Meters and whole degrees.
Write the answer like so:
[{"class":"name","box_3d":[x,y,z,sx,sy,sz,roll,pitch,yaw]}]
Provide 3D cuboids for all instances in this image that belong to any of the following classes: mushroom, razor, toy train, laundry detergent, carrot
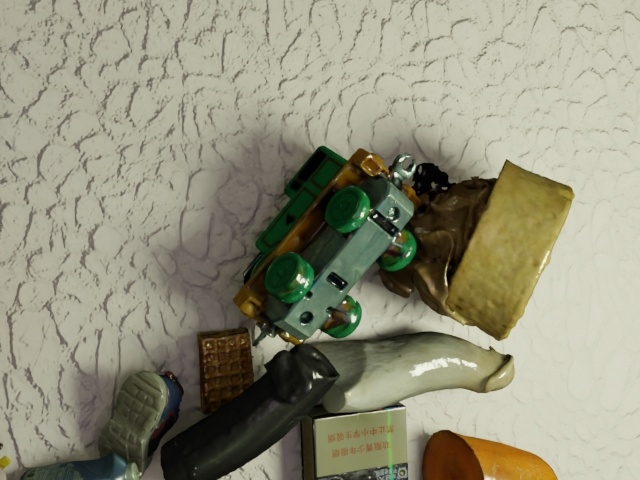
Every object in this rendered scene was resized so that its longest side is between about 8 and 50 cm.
[{"class":"mushroom","box_3d":[0.183,0.249,1.718,0.397,0.177,0.126,-6,112,-24]},{"class":"razor","box_3d":[-0.119,0.309,1.551,0.327,0.189,0.107,-39,75,8]},{"class":"toy train","box_3d":[0.000,0.000,1.594,0.429,0.249,0.178,-50,129,2]},{"class":"laundry detergent","box_3d":[-0.397,0.403,1.502,0.206,0.096,0.061,-12,104,4]},{"class":"carrot","box_3d":[0.371,0.512,1.791,0.331,0.193,0.214,19,50,-26]}]

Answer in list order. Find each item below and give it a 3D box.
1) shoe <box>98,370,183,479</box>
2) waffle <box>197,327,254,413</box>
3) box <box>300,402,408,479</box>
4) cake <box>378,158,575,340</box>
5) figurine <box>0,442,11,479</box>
[{"class":"shoe","box_3d":[-0.307,0.315,1.579,0.099,0.125,0.227,27,110,13]},{"class":"waffle","box_3d":[-0.172,0.237,1.642,0.103,0.042,0.148,-5,95,-23]},{"class":"box","box_3d":[0.068,0.467,1.730,0.198,0.084,0.310,-3,95,-22]},{"class":"cake","box_3d":[0.262,-0.014,1.664,0.321,0.332,0.332,23,84,9]},{"class":"figurine","box_3d":[-0.568,0.439,1.462,0.137,0.112,0.228,-2,96,1]}]
